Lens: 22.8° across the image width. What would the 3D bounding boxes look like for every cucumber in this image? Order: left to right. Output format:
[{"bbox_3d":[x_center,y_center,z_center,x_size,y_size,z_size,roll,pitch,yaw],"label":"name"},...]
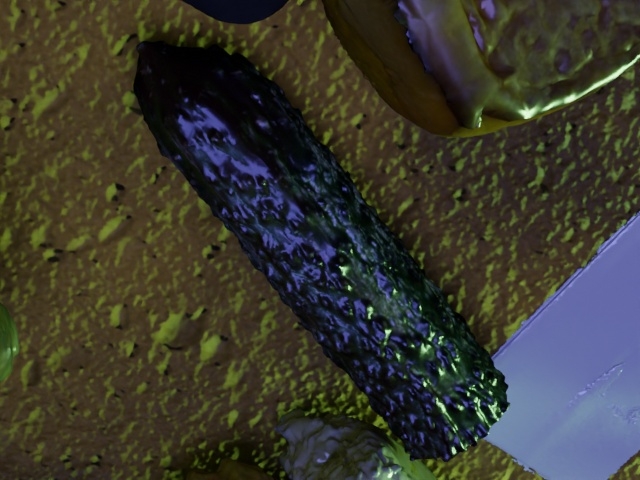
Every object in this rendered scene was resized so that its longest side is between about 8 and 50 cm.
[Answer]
[{"bbox_3d":[0.000,0.000,1.063,0.096,0.096,0.359,-31,117,12],"label":"cucumber"}]

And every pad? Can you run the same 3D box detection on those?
[{"bbox_3d":[0.219,0.089,1.186,0.156,0.004,0.232,34,111,-23],"label":"pad"}]

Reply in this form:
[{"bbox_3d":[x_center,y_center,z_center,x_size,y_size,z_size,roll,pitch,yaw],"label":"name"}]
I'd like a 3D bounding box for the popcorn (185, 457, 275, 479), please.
[{"bbox_3d":[-0.045,0.266,1.170,0.140,0.163,0.194,-29,122,17],"label":"popcorn"}]

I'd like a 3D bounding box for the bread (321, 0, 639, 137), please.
[{"bbox_3d":[0.109,-0.260,0.877,0.328,0.148,0.337,-39,120,-9],"label":"bread"}]

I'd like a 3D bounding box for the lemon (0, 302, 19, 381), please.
[{"bbox_3d":[-0.370,0.060,0.922,0.387,0.350,0.349,-7,122,-23],"label":"lemon"}]

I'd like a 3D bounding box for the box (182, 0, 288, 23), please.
[{"bbox_3d":[-0.071,-0.249,0.939,0.212,0.042,0.201,29,113,-20],"label":"box"}]

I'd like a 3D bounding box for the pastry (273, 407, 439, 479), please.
[{"bbox_3d":[0.074,0.228,1.183,0.089,0.121,0.258,-40,116,8],"label":"pastry"}]
